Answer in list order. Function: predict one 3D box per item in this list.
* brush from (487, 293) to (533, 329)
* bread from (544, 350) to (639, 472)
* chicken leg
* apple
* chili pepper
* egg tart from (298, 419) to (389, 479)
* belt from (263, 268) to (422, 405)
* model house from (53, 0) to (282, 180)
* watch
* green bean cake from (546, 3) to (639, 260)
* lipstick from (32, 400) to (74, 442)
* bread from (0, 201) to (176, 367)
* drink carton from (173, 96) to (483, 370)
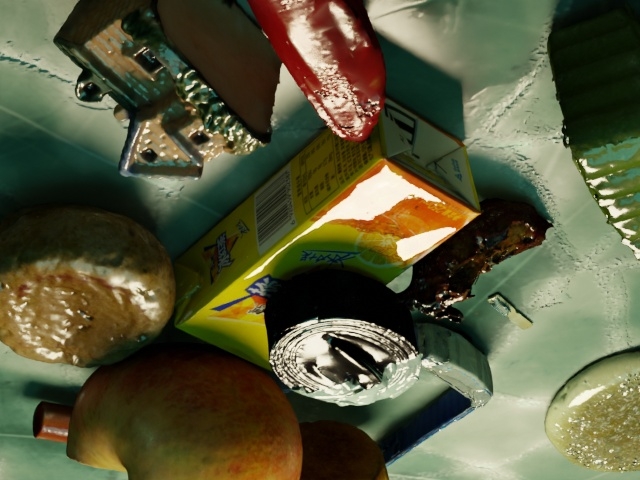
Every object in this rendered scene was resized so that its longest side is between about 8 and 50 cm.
[{"bbox_3d":[0.237,0.092,1.900,0.016,0.013,0.083,-31,134,23],"label":"brush"},{"bbox_3d":[0.431,0.238,2.062,0.266,0.040,0.267,-3,139,-3],"label":"bread"},{"bbox_3d":[0.173,0.016,1.717,0.234,0.063,0.105,-40,137,-23],"label":"chicken leg"},{"bbox_3d":[-0.151,0.200,1.802,0.251,0.293,0.163,0,103,-42],"label":"apple"},{"bbox_3d":[-0.023,-0.235,1.436,0.110,0.110,0.387,-19,134,15],"label":"chili pepper"},{"bbox_3d":[0.005,0.333,1.944,0.215,0.215,0.171,-3,126,-3],"label":"egg tart"},{"bbox_3d":[0.025,0.114,1.694,0.151,0.078,0.198,-36,133,29],"label":"belt"},{"bbox_3d":[-0.159,-0.157,1.479,0.172,0.166,0.183,-26,123,27],"label":"model house"},{"bbox_3d":[0.055,0.186,1.957,0.276,0.068,0.274,27,134,-31],"label":"watch"},{"bbox_3d":[0.316,-0.107,1.546,0.113,0.200,0.214,-22,136,19],"label":"green bean cake"},{"bbox_3d":[-0.225,0.258,1.985,0.299,0.081,0.081,14,135,-21],"label":"lipstick"},{"bbox_3d":[-0.274,0.044,1.712,0.230,0.123,0.230,0,141,0],"label":"bread"},{"bbox_3d":[0.000,0.000,1.698,0.154,0.111,0.351,27,129,-32],"label":"drink carton"}]
